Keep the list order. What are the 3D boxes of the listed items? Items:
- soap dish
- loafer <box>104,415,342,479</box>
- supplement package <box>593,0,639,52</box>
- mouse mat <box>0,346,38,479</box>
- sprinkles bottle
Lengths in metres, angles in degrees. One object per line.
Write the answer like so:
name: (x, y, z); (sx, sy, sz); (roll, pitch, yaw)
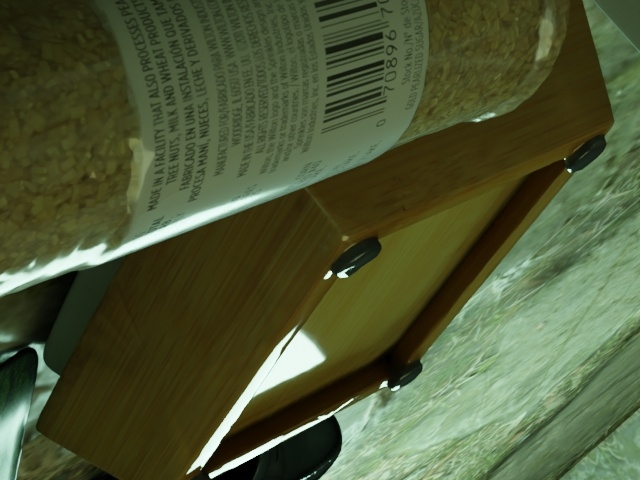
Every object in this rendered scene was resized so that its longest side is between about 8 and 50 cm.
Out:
soap dish: (0.000, 0.000, 0.876); (0.229, 0.118, 0.291); (-23, 159, -39)
loafer: (-0.059, 0.158, 1.228); (0.223, 0.076, 0.078); (-15, 157, -46)
supplement package: (0.296, -0.146, 0.960); (0.203, 0.194, 0.149); (-23, 158, -40)
mouse mat: (-0.201, 0.158, 0.899); (0.152, 0.007, 0.190); (-40, 148, -55)
sprinkles bottle: (-0.064, -0.057, 0.600); (0.355, 0.121, 0.121); (-22, 157, -41)
